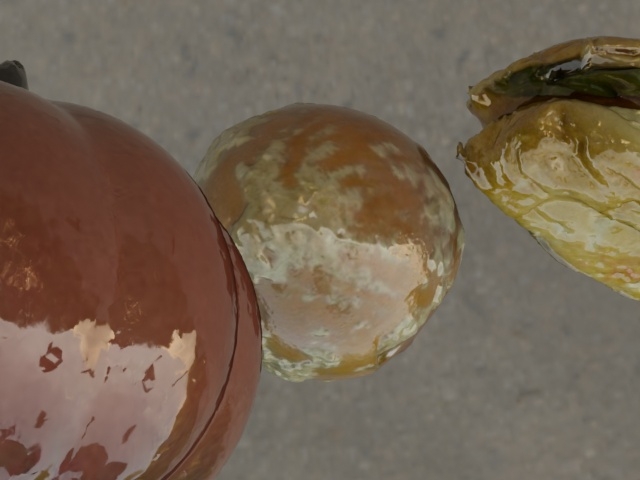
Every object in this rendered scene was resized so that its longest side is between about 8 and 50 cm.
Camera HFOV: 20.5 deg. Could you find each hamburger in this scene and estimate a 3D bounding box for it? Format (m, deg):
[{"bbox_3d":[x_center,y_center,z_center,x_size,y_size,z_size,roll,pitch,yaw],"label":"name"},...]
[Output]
[{"bbox_3d":[0.295,-0.060,1.461,0.330,0.162,0.209,35,143,-29],"label":"hamburger"}]

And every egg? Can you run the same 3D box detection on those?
[{"bbox_3d":[0.000,0.000,1.216,0.195,0.195,0.233,-16,163,8],"label":"egg"}]

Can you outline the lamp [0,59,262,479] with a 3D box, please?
[{"bbox_3d":[-0.177,0.030,0.775,0.305,0.239,0.305,-5,160,-2],"label":"lamp"}]
